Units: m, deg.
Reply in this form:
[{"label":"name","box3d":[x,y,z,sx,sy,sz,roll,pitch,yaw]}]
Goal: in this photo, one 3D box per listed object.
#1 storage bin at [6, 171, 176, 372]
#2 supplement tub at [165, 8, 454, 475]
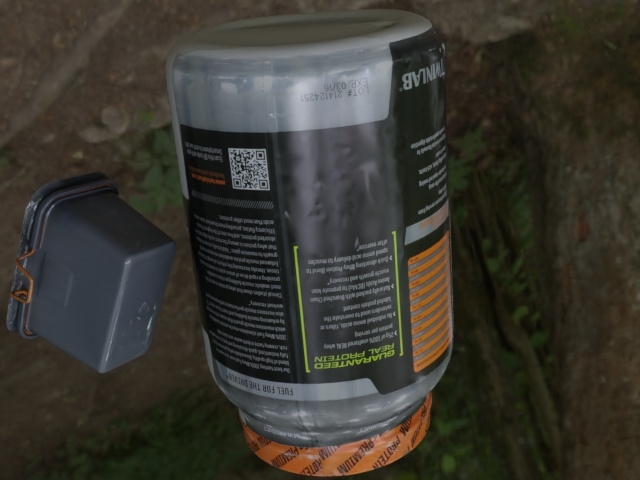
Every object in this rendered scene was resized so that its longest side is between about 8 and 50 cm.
[{"label":"storage bin","box3d":[-0.172,0.031,0.672,0.098,0.091,0.135,-23,137,-55]},{"label":"supplement tub","box3d":[0.000,0.000,0.659,0.194,0.193,0.316,-4,111,0]}]
